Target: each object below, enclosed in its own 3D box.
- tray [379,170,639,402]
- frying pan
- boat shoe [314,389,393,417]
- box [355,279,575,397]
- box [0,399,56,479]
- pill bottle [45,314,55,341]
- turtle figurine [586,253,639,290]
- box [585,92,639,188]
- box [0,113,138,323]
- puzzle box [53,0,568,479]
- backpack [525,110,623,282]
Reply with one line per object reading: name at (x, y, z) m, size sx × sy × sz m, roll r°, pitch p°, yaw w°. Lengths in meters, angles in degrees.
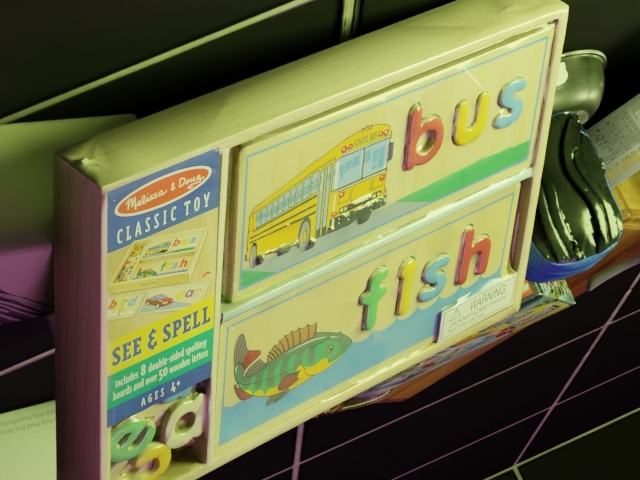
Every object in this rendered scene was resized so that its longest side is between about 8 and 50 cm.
tray at (0.189, 0.056, 1.986) m, size 0.411 × 0.076 × 0.203 m, roll -35°, pitch 162°, yaw 25°
frying pan at (0.169, -0.119, 1.472) m, size 0.197 × 0.053 × 0.326 m, roll -22°, pitch 166°, yaw -19°
boat shoe at (-0.011, 0.151, 1.868) m, size 0.207 × 0.073 × 0.073 m, roll -2°, pitch 115°, yaw -24°
box at (0.117, 0.085, 1.755) m, size 0.233 × 0.044 × 0.159 m, roll -26°, pitch 166°, yaw 15°
box at (-0.248, 0.254, 1.743) m, size 0.181 × 0.182 × 0.119 m, roll -11°, pitch 160°, yaw -42°
pill bottle at (-0.078, 0.017, 1.343) m, size 0.245 × 0.136 × 0.136 m, roll -21°, pitch 163°, yaw -17°
turtle figurine at (0.405, -0.039, 1.822) m, size 0.198 × 0.274 × 0.266 m, roll 6°, pitch 105°, yaw -32°
box at (0.310, -0.116, 1.588) m, size 0.231 × 0.056 × 0.183 m, roll -36°, pitch 177°, yaw 30°
box at (-0.226, -0.004, 1.128) m, size 0.275 × 0.094 × 0.113 m, roll -9°, pitch 156°, yaw -44°
puzzle box at (0.000, 0.000, 1.237) m, size 0.409 × 0.052 × 0.272 m, roll -25°, pitch 134°, yaw -35°
backpack at (0.184, -0.027, 1.470) m, size 0.098 × 0.120 × 0.101 m, roll -22°, pitch 164°, yaw -16°
